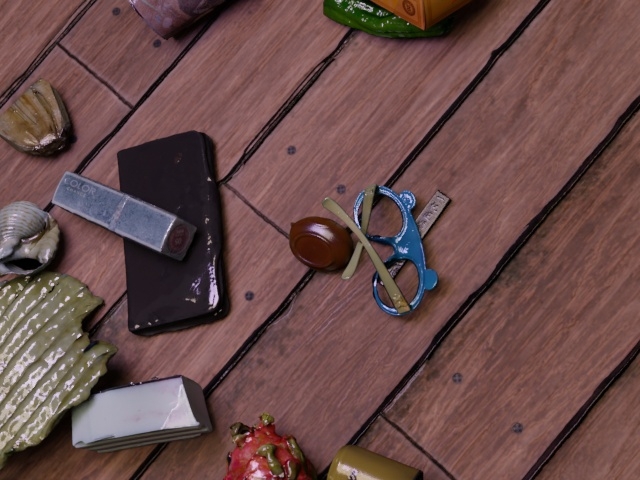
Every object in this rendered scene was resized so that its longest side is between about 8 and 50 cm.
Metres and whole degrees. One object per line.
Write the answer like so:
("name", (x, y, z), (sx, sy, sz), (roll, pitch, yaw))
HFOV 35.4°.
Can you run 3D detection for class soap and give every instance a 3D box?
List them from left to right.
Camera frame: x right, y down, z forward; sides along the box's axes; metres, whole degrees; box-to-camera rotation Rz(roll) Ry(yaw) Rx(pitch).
("soap", (-0.296, 0.292, 1.684), (0.231, 0.145, 0.091), (-12, 70, 11))

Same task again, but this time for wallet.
("wallet", (-0.271, -0.024, 1.823), (0.197, 0.051, 0.377), (-14, 70, 14))

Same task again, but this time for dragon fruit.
("dragon fruit", (-0.091, 0.374, 1.600), (0.172, 0.167, 0.160), (-114, 39, -50))

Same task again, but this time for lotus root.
("lotus root", (-0.545, -0.218, 1.945), (0.143, 0.070, 0.144), (-39, 64, -5))

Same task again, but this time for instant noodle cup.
("instant noodle cup", (-0.263, -0.507, 1.887), (0.207, 0.217, 0.217), (-36, 68, 10))

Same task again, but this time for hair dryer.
("hair dryer", (0.053, 0.471, 1.576), (0.135, 0.090, 0.278), (18, 85, 19))

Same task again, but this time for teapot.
("teapot", (0.000, 0.000, 1.734), (0.129, 0.078, 0.098), (13, 120, 24))

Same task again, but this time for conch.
("conch", (-0.545, 0.002, 1.861), (0.135, 0.102, 0.153), (6, 73, 7))

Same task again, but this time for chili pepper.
("chili pepper", (0.122, -0.415, 1.819), (0.253, 0.083, 0.099), (17, 77, 24))

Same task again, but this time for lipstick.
("lipstick", (-0.357, -0.048, 1.794), (0.290, 0.076, 0.077), (22, 87, 30))

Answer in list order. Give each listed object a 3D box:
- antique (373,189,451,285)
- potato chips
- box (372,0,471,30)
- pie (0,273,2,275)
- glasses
("antique", (0.158, -0.003, 1.719), (0.031, 0.015, 0.192), (34, 85, 23))
("potato chips", (-0.543, 0.244, 1.774), (0.389, 0.097, 0.373), (-40, 45, 3))
("box", (0.152, -0.488, 1.770), (0.174, 0.076, 0.274), (-36, 51, -19))
("pie", (-0.620, 0.029, 1.917), (0.084, 0.020, 0.084), (-4, 74, 14))
("glasses", (0.072, 0.005, 1.658), (0.102, 0.207, 0.239), (-36, 56, 44))
